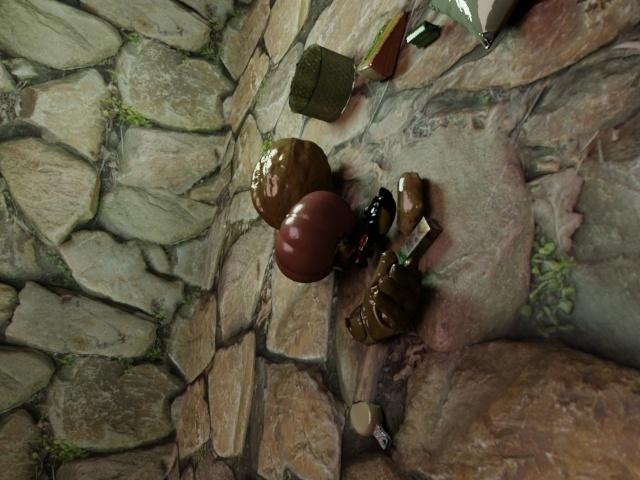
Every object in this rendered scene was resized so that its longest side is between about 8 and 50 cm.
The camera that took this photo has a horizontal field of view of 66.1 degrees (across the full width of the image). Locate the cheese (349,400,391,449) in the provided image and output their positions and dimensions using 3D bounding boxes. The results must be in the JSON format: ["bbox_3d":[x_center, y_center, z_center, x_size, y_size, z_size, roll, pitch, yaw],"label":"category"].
[{"bbox_3d":[0.135,0.471,1.282,0.171,0.048,0.092,-2,81,63],"label":"cheese"}]

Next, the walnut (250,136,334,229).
[{"bbox_3d":[-0.098,-0.182,1.744,0.306,0.306,0.343,-32,42,55],"label":"walnut"}]

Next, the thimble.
[{"bbox_3d":[0.002,-0.590,1.862,0.271,0.150,0.270,-34,51,55],"label":"thimble"}]

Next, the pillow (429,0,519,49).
[{"bbox_3d":[0.399,-0.641,1.143,0.310,0.119,0.312,-59,32,27],"label":"pillow"}]

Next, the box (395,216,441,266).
[{"bbox_3d":[0.234,0.029,1.277,0.207,0.041,0.049,-58,33,34],"label":"box"}]

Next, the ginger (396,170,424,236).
[{"bbox_3d":[0.236,-0.100,1.296,0.095,0.069,0.190,76,-164,-74],"label":"ginger"}]

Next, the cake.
[{"bbox_3d":[0.213,-0.617,1.586,0.225,0.090,0.109,-60,24,-6],"label":"cake"}]

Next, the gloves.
[{"bbox_3d":[0.174,0.151,1.240,0.331,0.141,0.154,118,176,-48],"label":"gloves"}]

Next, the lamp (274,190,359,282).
[{"bbox_3d":[0.000,0.000,1.526,0.305,0.240,0.305,-54,-16,-23],"label":"lamp"}]

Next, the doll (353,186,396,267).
[{"bbox_3d":[0.156,-0.039,1.379,0.127,0.088,0.248,-98,21,-55],"label":"doll"}]

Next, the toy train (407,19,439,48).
[{"bbox_3d":[0.292,-0.586,1.398,0.093,0.056,0.038,-15,65,60],"label":"toy train"}]
